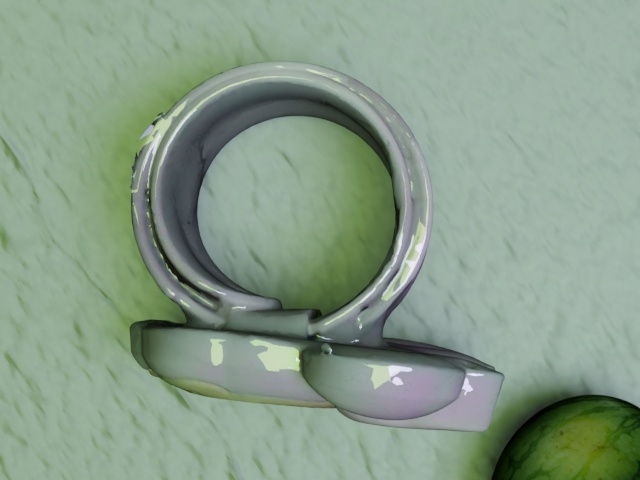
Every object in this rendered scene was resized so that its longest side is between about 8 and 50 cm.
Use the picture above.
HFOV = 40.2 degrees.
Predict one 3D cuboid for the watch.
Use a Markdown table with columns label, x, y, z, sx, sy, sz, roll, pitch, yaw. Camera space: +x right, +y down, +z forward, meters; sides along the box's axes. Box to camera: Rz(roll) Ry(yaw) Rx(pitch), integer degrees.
| label | x | y | z | sx | sy | sz | roll | pitch | yaw |
| --- | --- | --- | --- | --- | --- | --- | --- | --- | --- |
| watch | 0.000 | 0.000 | 0.572 | 0.248 | 0.211 | 0.217 | 6 | 87 | 8 |

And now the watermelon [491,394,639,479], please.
| label | x | y | z | sx | sy | sz | roll | pitch | yaw |
| --- | --- | --- | --- | --- | --- | --- | --- | --- | --- |
| watermelon | 0.178 | 0.198 | 0.610 | 0.141 | 0.140 | 0.187 | 39 | 97 | -4 |
